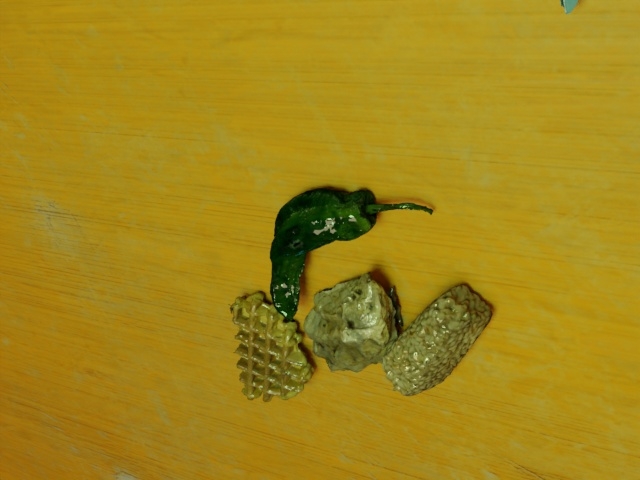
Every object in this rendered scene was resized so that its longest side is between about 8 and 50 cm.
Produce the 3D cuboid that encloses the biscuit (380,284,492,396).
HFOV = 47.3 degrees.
[{"bbox_3d":[0.140,0.124,0.897,0.070,0.082,0.168,52,140,23],"label":"biscuit"}]

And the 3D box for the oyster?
[{"bbox_3d":[0.039,0.124,0.965,0.133,0.072,0.209,51,136,-7],"label":"oyster"}]

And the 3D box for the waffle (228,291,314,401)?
[{"bbox_3d":[-0.088,0.162,1.090,0.160,0.046,0.192,-15,114,38],"label":"waffle"}]

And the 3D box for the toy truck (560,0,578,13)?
[{"bbox_3d":[0.166,-0.250,0.608,0.074,0.063,0.136,-12,121,16],"label":"toy truck"}]

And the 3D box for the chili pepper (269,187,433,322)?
[{"bbox_3d":[0.000,0.000,0.896,0.122,0.065,0.279,44,135,-7],"label":"chili pepper"}]
